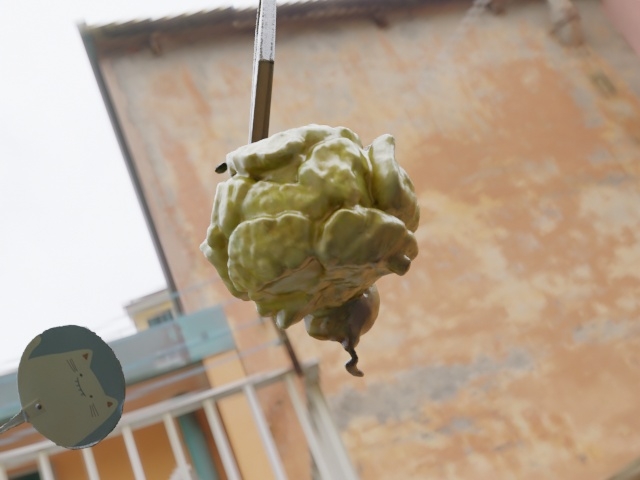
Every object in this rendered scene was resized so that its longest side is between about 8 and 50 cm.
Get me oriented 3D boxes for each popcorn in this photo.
[{"bbox_3d":[-0.008,0.004,1.072,0.168,0.173,0.195,-31,-22,-24],"label":"popcorn"}]

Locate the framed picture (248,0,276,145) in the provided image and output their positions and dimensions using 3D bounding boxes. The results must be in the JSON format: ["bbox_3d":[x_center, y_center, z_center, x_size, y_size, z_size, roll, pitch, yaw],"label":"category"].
[{"bbox_3d":[-0.054,-0.196,1.368,0.023,0.260,0.189,5,-41,-4],"label":"framed picture"}]

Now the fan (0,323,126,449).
[{"bbox_3d":[-0.249,0.147,1.218,0.175,0.113,0.005,-32,-8,21],"label":"fan"}]
